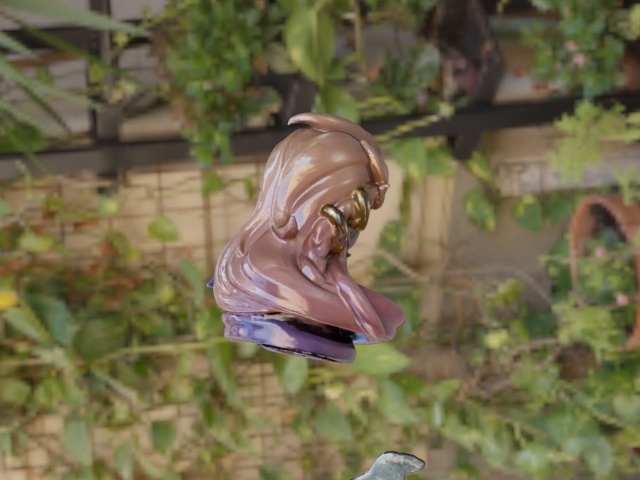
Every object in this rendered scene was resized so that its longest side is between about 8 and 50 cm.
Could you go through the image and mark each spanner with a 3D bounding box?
[{"bbox_3d":[-0.029,0.257,1.272,0.071,0.302,0.017,56,-153,-22],"label":"spanner"}]

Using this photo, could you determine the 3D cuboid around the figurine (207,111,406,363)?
[{"bbox_3d":[-0.006,0.004,0.832,0.114,0.126,0.157,-18,-63,-56],"label":"figurine"}]
